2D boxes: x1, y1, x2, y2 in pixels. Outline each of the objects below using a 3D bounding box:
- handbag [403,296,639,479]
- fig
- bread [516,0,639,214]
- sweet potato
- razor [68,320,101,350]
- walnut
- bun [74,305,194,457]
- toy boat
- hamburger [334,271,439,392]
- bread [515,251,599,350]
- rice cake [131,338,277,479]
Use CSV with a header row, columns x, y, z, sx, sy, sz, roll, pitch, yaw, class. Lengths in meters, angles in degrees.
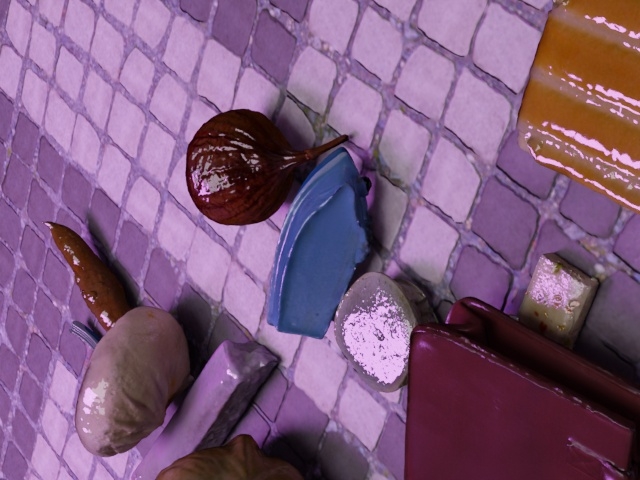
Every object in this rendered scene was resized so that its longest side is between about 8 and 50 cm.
x,y,z,sx,sy,sz,roll,pitch,yaw,class
0.208,0.218,1.256,0.276,0.084,0.260,26,127,39,handbag
-0.064,-0.087,1.497,0.201,0.134,0.146,4,110,39,fig
0.300,-0.155,1.089,0.246,0.111,0.239,33,117,42,bread
-0.336,0.071,1.864,0.274,0.067,0.067,51,131,18,sweet potato
-0.330,0.190,1.903,0.191,0.037,0.068,48,133,33,razor
-0.125,0.381,1.579,0.283,0.227,0.282,-161,90,-83,walnut
-0.248,0.203,1.713,0.128,0.222,0.222,18,115,9,bun
0.000,0.000,1.468,0.098,0.109,0.237,-102,26,-59,toy boat
0.080,0.107,1.419,0.133,0.062,0.140,-52,58,35,hamburger
0.233,0.091,1.274,0.068,0.028,0.153,40,123,38,bread
-0.178,0.266,1.731,0.399,0.064,0.070,-55,53,38,rice cake
